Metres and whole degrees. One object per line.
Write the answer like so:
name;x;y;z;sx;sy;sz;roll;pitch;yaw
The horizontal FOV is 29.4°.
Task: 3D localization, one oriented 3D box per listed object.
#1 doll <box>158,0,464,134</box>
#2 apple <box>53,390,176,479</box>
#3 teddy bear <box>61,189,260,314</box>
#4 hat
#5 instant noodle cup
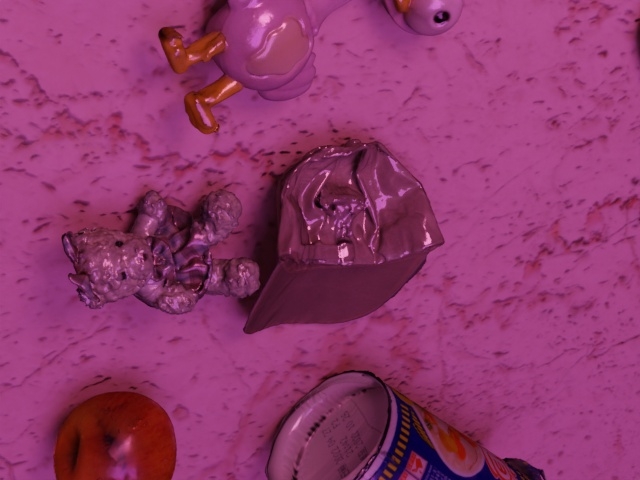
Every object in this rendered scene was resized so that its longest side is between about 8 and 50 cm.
doll;0.020;-0.235;1.200;0.365;0.094;0.160;-24;132;-7
apple;-0.233;0.240;1.377;0.147;0.146;0.146;-12;126;-17
teddy bear;-0.179;0.017;1.279;0.213;0.111;0.133;-8;83;-28
hat;0.000;0.000;1.373;0.214;0.149;0.245;-3;160;-35
instant noodle cup;0.104;0.323;1.533;0.284;0.284;0.312;-43;121;7
